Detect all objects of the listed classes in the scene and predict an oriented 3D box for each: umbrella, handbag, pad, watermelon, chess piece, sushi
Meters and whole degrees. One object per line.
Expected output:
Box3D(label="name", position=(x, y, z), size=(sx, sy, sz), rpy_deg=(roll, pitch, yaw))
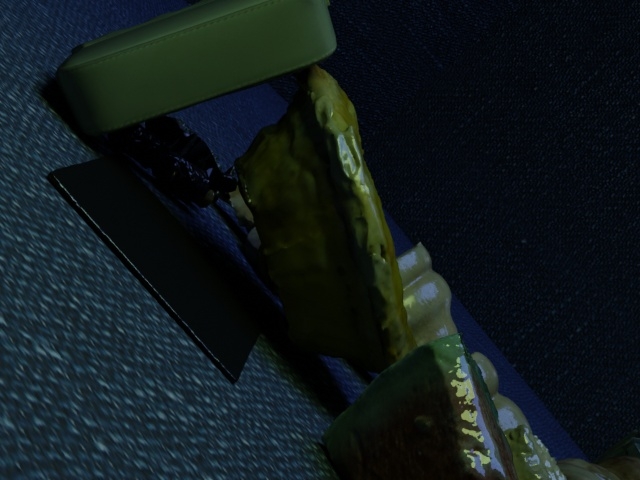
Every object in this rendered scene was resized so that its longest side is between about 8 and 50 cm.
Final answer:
Box3D(label="umbrella", position=(-0.143, -0.070, 1.539), size=(0.144, 0.037, 0.040), rpy_deg=(40, 11, -49))
Box3D(label="handbag", position=(-0.111, -0.174, 1.478), size=(0.219, 0.256, 0.079), rpy_deg=(-107, 179, -72))
Box3D(label="pad", position=(-0.120, 0.013, 1.322), size=(0.202, 0.005, 0.300), rpy_deg=(49, 5, -3))
Box3D(label="watermelon", position=(0.108, 0.209, 1.223), size=(0.193, 0.140, 0.256), rpy_deg=(49, 12, -53))
Box3D(label="chess piece", position=(0.126, 0.141, 1.750), size=(0.261, 0.143, 0.143), rpy_deg=(53, 6, 4))
Box3D(label="sushi", position=(-0.129, -0.077, 1.633), size=(0.083, 0.056, 0.085), rpy_deg=(43, 2, 44))

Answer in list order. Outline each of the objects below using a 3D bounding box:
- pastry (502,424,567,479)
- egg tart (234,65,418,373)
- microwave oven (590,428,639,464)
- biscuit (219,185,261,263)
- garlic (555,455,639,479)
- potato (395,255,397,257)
Box3D(label="pastry", position=(0.180, 0.258, 1.328), size=(0.089, 0.121, 0.258), rpy_deg=(18, 24, -40))
Box3D(label="egg tart", position=(0.000, 0.000, 1.481), size=(0.315, 0.120, 0.315), rpy_deg=(163, -90, -88))
Box3D(label="microwave oven", position=(0.384, 0.345, 2.019), size=(0.145, 0.194, 0.240), rpy_deg=(47, 8, -4))
Box3D(label="biscuit", position=(-0.037, -0.001, 1.734), size=(0.118, 0.061, 0.183), rpy_deg=(-1, 31, -23))
Box3D(label="garlic", position=(0.251, 0.301, 1.482), size=(0.245, 0.160, 0.245), rpy_deg=(25, 40, -22))
Box3D(label="potato", position=(0.064, 0.107, 1.917), size=(0.149, 0.081, 0.120), rpy_deg=(64, 30, -22))
